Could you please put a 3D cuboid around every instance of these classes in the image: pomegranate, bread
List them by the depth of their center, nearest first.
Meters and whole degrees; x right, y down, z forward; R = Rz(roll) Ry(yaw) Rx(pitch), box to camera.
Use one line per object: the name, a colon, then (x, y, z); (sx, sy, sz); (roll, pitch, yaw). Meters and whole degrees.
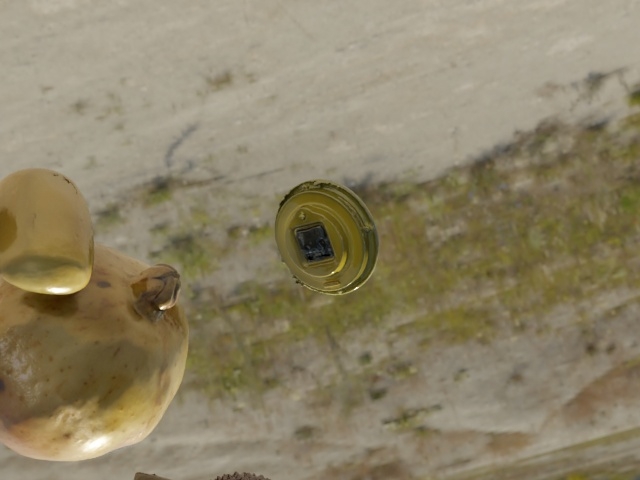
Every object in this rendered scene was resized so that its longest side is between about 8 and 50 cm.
bread: (-0.400, -0.022, 1.544); (0.147, 0.217, 0.098); (8, 129, -30)
pomegranate: (-0.381, 0.163, 1.735); (0.410, 0.410, 0.410); (-14, 163, -4)

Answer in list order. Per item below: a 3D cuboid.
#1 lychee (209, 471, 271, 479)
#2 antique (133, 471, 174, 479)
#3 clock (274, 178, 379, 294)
lychee: (-0.127, 0.440, 1.619); (0.188, 0.188, 0.188); (-14, 163, -4)
antique: (-0.109, 0.392, 1.438); (0.310, 0.087, 0.093); (16, 167, -2)
clock: (0.000, 0.000, 2.022); (0.237, 0.237, 0.057); (-28, -179, 37)
